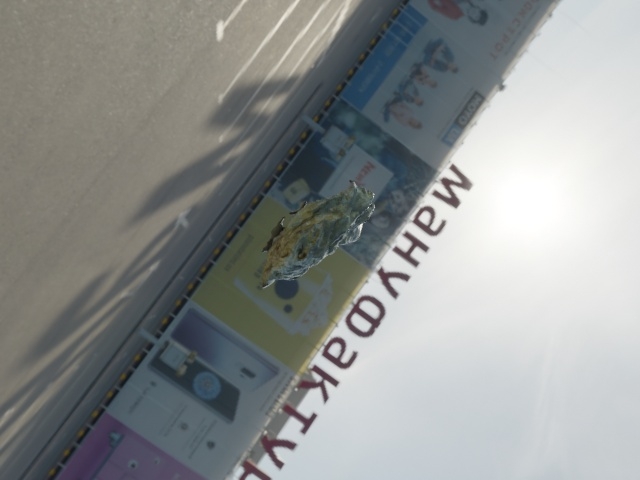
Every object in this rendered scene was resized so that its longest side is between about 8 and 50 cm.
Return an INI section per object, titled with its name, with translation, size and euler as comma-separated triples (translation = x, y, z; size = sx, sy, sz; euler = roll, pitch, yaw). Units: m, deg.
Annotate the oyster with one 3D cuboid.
[oyster]
translation = 0.004, -0.008, 0.875
size = 0.209, 0.072, 0.133
euler = -17, 137, -26
